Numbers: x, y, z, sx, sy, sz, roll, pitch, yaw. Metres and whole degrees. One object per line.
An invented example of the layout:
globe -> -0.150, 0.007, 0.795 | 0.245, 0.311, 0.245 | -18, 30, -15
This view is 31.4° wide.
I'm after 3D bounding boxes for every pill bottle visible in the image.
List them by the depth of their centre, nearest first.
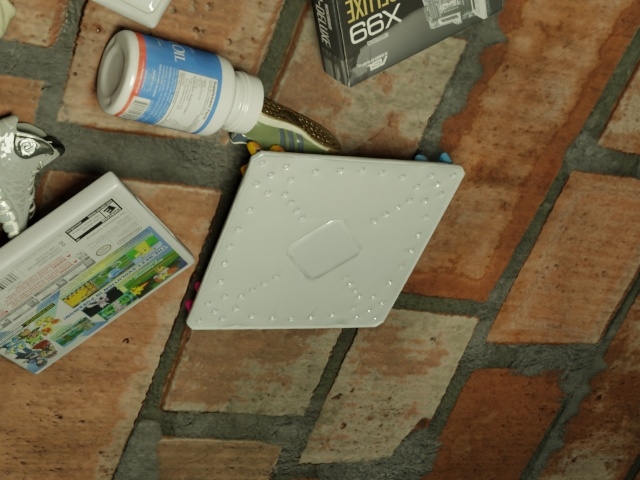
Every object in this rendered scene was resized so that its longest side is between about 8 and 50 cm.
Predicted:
pill bottle -> -0.200, -0.221, 1.653 | 0.221, 0.124, 0.124 | 10, 118, -34

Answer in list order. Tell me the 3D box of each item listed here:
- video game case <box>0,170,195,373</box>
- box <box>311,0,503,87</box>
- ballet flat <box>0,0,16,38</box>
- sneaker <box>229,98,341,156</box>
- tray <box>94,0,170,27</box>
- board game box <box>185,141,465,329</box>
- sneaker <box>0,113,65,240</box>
video game case -> -0.387, 0.060, 1.761 | 0.329, 0.036, 0.300 | -36, 151, 0
box -> 0.127, -0.399, 1.686 | 0.307, 0.076, 0.242 | -29, 132, -21
ballet flat -> -0.460, -0.369, 1.451 | 0.086, 0.086, 0.248 | -27, 133, -7
sneaker -> -0.062, -0.160, 1.816 | 0.192, 0.064, 0.086 | 22, 123, -40
tray -> -0.298, -0.394, 1.538 | 0.270, 0.030, 0.145 | 21, 113, -37
board game box -> 0.000, 0.000, 1.925 | 0.390, 0.050, 0.390 | 1, 133, -28
sneaker -> -0.423, -0.085, 1.665 | 0.132, 0.086, 0.228 | -27, 131, -10
